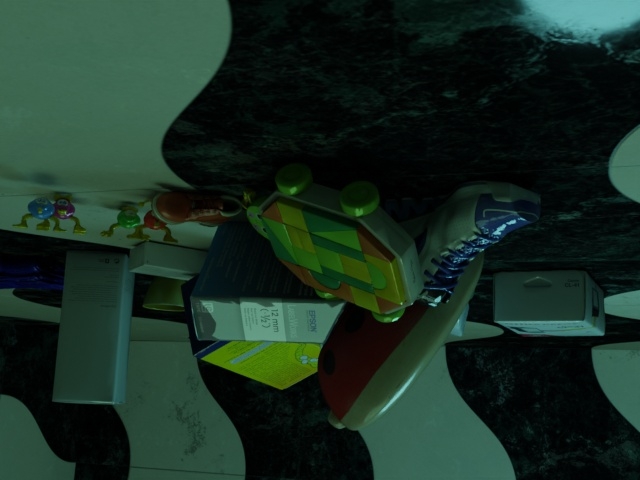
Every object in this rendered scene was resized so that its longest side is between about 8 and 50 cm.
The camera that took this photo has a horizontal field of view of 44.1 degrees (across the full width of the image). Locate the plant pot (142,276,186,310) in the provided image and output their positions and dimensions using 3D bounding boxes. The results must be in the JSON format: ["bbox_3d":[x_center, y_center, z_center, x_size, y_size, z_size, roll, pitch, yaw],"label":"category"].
[{"bbox_3d":[-0.421,0.140,2.185,0.134,0.095,0.134,2,167,1],"label":"plant pot"}]

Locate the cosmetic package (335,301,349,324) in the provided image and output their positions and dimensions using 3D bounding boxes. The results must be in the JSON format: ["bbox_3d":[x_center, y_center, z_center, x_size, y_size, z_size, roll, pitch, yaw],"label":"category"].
[{"bbox_3d":[0.029,0.106,1.688,0.151,0.152,0.184,-5,144,35],"label":"cosmetic package"}]

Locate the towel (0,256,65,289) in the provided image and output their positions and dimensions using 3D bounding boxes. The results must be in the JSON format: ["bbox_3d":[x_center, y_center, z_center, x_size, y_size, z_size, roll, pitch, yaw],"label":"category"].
[{"bbox_3d":[-0.838,0.101,2.156,0.308,0.076,0.227,-1,166,16],"label":"towel"}]

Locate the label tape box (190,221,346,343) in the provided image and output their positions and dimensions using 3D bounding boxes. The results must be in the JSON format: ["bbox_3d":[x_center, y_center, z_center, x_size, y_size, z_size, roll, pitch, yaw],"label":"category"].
[{"bbox_3d":[-0.041,0.075,1.471,0.347,0.249,0.115,3,124,6],"label":"label tape box"}]

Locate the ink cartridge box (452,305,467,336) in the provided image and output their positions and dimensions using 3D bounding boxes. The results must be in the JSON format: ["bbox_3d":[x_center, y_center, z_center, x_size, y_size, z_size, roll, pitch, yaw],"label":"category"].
[{"bbox_3d":[0.182,0.126,1.848,0.308,0.091,0.385,14,170,16],"label":"ink cartridge box"}]

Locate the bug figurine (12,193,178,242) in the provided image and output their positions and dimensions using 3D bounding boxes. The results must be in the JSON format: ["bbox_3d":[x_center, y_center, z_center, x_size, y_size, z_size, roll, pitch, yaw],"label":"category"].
[{"bbox_3d":[-0.399,-0.043,1.411,0.278,0.072,0.216,6,178,-21],"label":"bug figurine"}]

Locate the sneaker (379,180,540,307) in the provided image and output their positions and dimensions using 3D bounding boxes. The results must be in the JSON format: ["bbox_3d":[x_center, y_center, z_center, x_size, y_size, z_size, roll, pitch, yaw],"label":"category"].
[{"bbox_3d":[0.216,0.015,1.299,0.127,0.182,0.315,12,165,-41],"label":"sneaker"}]

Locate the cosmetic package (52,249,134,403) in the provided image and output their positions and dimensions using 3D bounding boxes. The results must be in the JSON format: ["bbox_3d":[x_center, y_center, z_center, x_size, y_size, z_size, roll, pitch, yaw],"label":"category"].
[{"bbox_3d":[-0.558,0.223,1.975,0.155,0.366,0.197,4,167,-6],"label":"cosmetic package"}]

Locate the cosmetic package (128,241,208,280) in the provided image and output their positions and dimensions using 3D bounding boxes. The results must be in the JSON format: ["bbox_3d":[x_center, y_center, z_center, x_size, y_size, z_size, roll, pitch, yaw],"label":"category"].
[{"bbox_3d":[-0.321,0.055,1.866,0.239,0.061,0.098,11,164,-33],"label":"cosmetic package"}]

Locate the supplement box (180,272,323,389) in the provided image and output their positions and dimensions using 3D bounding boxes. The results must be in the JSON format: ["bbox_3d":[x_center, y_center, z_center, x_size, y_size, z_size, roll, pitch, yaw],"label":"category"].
[{"bbox_3d":[-0.135,0.196,1.888,0.195,0.194,0.356,-30,145,20],"label":"supplement box"}]

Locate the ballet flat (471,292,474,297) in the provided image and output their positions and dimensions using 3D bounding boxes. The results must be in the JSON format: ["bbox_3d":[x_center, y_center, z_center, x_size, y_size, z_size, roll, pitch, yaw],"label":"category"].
[{"bbox_3d":[0.324,0.098,1.906,0.074,0.074,0.203,-2,166,20],"label":"ballet flat"}]

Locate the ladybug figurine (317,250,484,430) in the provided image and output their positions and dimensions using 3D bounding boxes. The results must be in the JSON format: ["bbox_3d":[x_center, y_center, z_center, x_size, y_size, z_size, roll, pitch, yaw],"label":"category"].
[{"bbox_3d":[0.136,0.153,1.502,0.161,0.449,0.305,35,172,-3],"label":"ladybug figurine"}]

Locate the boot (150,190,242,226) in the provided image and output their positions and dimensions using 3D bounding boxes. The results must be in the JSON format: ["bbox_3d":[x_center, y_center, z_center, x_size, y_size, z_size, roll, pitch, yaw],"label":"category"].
[{"bbox_3d":[-0.211,-0.061,1.359,0.157,0.059,0.084,3,167,-44],"label":"boot"}]

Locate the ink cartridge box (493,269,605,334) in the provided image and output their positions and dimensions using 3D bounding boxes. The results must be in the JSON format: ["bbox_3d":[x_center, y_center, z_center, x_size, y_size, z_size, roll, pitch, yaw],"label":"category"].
[{"bbox_3d":[0.582,0.165,1.998,0.226,0.131,0.306,-4,167,28],"label":"ink cartridge box"}]

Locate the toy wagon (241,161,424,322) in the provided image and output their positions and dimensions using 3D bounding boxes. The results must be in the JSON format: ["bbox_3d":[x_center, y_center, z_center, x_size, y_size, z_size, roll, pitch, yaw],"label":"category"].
[{"bbox_3d":[0.000,0.000,1.242,0.344,0.068,0.267,19,145,32],"label":"toy wagon"}]
